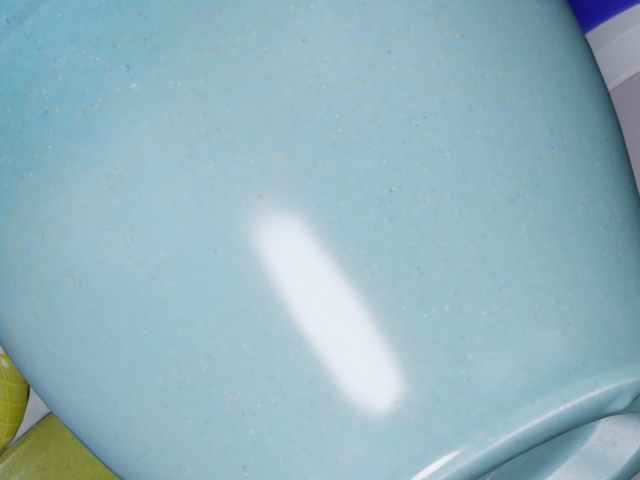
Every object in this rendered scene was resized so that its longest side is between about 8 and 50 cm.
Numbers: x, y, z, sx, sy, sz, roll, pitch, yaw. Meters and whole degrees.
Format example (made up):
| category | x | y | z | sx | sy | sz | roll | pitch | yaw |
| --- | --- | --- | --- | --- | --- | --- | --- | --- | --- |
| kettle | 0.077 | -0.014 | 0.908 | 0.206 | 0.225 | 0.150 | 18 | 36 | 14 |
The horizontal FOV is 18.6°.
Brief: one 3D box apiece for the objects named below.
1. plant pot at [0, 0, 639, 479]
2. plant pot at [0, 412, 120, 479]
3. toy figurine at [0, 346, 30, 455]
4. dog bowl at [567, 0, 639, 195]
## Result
| category | x | y | z | sx | sy | sz | roll | pitch | yaw |
| --- | --- | --- | --- | --- | --- | --- | --- | --- | --- |
| plant pot | 0.000 | 0.000 | 0.731 | 0.271 | 0.255 | 0.272 | -26 | 157 | -12 |
| plant pot | -0.025 | 0.255 | 1.041 | 0.366 | 0.353 | 0.366 | -33 | 155 | -18 |
| toy figurine | -0.175 | 0.202 | 0.776 | 0.362 | 0.217 | 0.191 | -47 | 165 | -39 |
| dog bowl | 0.116 | -0.046 | 1.050 | 0.265 | 0.104 | 0.265 | -33 | 153 | -19 |
